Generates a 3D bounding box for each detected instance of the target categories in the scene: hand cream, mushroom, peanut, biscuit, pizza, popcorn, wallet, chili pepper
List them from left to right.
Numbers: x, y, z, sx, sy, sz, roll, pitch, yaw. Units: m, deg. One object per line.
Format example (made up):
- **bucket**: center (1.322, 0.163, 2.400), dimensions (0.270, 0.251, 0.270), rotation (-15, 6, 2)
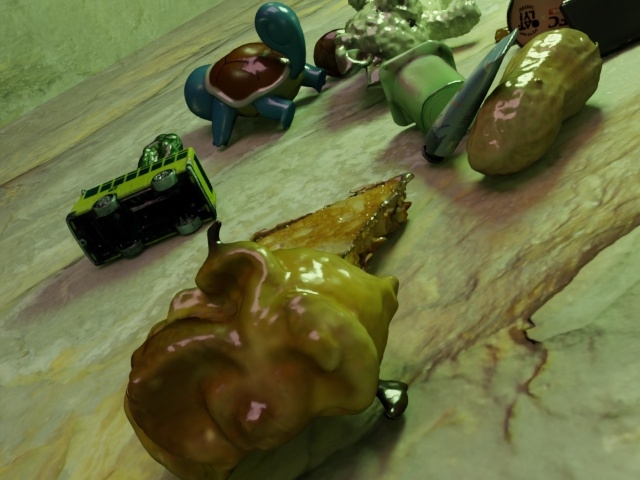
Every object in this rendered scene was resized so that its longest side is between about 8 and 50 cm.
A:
- **chili pepper**: center (-0.363, -0.160, 1.645), dimensions (0.099, 0.083, 0.253), rotation (-12, 34, 5)
- **popcorn**: center (-0.066, 0.111, 0.805), dimensions (0.315, 0.281, 0.297), rotation (-28, 7, -32)
- **pizza**: center (0.000, 0.000, 1.109), dimensions (0.251, 0.074, 0.288), rotation (-1, 32, 39)
- **mushroom**: center (0.042, -0.452, 1.760), dimensions (0.127, 0.127, 0.087), rotation (-27, 46, -2)
- **hand cream**: center (0.230, -0.214, 1.141), dimensions (0.088, 0.055, 0.256), rotation (-52, -4, -39)
- **biscuit**: center (0.398, -0.432, 1.549), dimensions (0.082, 0.016, 0.092), rotation (-37, 30, -9)
- **peanut**: center (0.327, -0.213, 1.139), dimensions (0.149, 0.149, 0.313), rotation (4, 45, 42)
- **wallet**: center (0.563, -0.421, 1.316), dimensions (0.244, 0.124, 0.025), rotation (-25, -12, 1)

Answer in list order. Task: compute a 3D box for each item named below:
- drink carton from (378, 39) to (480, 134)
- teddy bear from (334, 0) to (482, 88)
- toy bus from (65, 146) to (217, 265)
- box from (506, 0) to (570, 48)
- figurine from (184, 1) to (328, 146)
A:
- **drink carton**: center (0.205, -0.254, 1.301), dimensions (0.144, 0.146, 0.142), rotation (-27, 37, -2)
- **teddy bear**: center (0.185, -0.527, 1.585), dimensions (0.327, 0.375, 0.362), rotation (25, 21, 7)
- **toy bus**: center (-0.342, -0.067, 1.429), dimensions (0.262, 0.128, 0.150), rotation (-21, 29, 5)
- **box**: center (0.431, -0.443, 1.416), dimensions (0.151, 0.151, 0.135), rotation (-17, 23, 16)
- **figurine**: center (-0.144, -0.356, 1.691), dimensions (0.416, 0.243, 0.298), rotation (-24, 31, 48)
